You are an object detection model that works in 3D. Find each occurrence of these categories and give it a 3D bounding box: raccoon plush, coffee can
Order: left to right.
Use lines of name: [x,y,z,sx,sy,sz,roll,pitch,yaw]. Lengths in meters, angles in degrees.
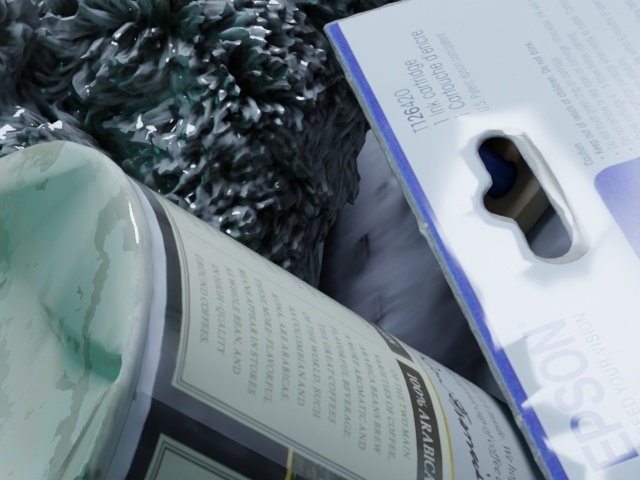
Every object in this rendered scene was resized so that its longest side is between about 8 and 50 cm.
coffee can: [-0.021,0.117,0.633,0.201,0.275,0.201,-33,40,33]
raccoon plush: [0.000,0.000,0.905,0.299,0.216,0.446,-22,79,1]

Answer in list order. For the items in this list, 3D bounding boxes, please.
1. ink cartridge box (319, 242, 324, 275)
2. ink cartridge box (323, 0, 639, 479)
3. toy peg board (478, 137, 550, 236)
ink cartridge box: [-0.030,-0.033,1.105,0.127,0.072,0.175,96,180,-58]
ink cartridge box: [0.188,-0.037,0.717,0.307,0.072,0.303,-22,40,0]
toy peg board: [0.093,-0.106,1.034,0.161,0.079,0.160,-53,33,14]
